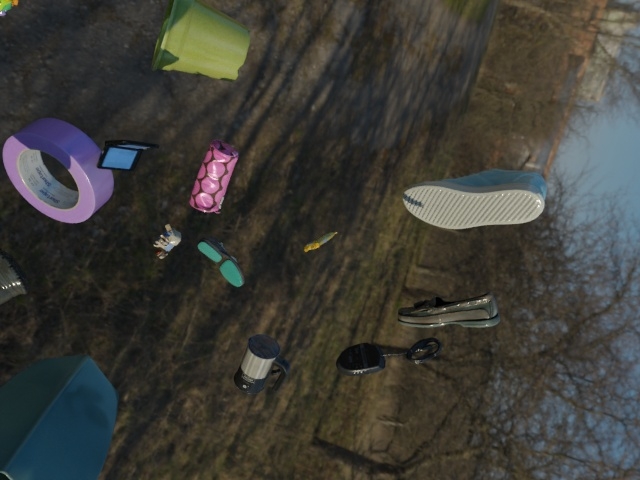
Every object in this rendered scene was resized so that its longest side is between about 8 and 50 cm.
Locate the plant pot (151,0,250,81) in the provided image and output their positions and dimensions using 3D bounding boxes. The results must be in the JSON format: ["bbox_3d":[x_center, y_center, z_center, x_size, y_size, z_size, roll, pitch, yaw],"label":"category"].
[{"bbox_3d":[-0.365,-0.623,1.819,0.276,0.254,0.276,-44,-141,50],"label":"plant pot"}]

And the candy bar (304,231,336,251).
[{"bbox_3d":[0.000,0.000,1.363,0.018,0.040,0.161,67,19,-4],"label":"candy bar"}]

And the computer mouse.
[{"bbox_3d":[0.155,0.263,1.314,0.041,0.242,0.071,77,5,-49],"label":"computer mouse"}]

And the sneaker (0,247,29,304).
[{"bbox_3d":[-0.731,0.016,1.192,0.130,0.286,0.109,-34,-175,-15],"label":"sneaker"}]

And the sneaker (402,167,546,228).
[{"bbox_3d":[0.405,-0.120,1.525,0.150,0.366,0.135,-50,136,-45],"label":"sneaker"}]

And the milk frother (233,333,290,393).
[{"bbox_3d":[-0.139,0.301,1.487,0.143,0.129,0.134,-85,-163,-56],"label":"milk frother"}]

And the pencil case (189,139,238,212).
[{"bbox_3d":[-0.310,-0.187,1.721,0.095,0.098,0.209,-30,146,-62],"label":"pencil case"}]

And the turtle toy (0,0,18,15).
[{"bbox_3d":[-0.775,-0.571,1.380,0.130,0.095,0.066,-37,170,4],"label":"turtle toy"}]

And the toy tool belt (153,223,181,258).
[{"bbox_3d":[-0.395,0.000,1.467,0.083,0.052,0.051,-45,121,4],"label":"toy tool belt"}]

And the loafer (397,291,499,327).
[{"bbox_3d":[0.327,0.174,1.514,0.096,0.268,0.084,-31,114,-60],"label":"loafer"}]

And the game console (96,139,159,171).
[{"bbox_3d":[-0.494,-0.217,1.499,0.122,0.107,0.071,-5,96,-59],"label":"game console"}]

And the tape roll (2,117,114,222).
[{"bbox_3d":[-0.693,-0.181,1.542,0.090,0.275,0.274,-60,160,-47],"label":"tape roll"}]

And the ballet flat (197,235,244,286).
[{"bbox_3d":[-0.315,0.061,1.912,0.074,0.203,0.074,-42,-170,9],"label":"ballet flat"}]

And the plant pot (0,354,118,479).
[{"bbox_3d":[-0.427,0.299,0.894,0.234,0.166,0.165,-71,147,-51],"label":"plant pot"}]
